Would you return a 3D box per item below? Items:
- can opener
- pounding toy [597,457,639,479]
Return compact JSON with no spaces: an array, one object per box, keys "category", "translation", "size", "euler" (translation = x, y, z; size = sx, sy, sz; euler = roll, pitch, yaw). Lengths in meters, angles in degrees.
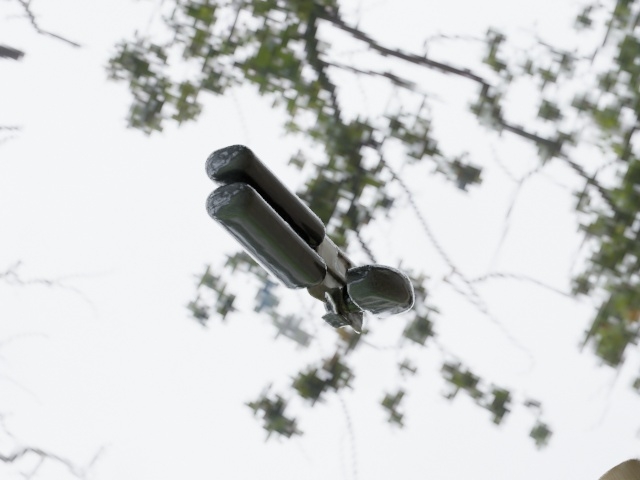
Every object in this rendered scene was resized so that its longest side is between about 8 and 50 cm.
[{"category":"can opener","translation":[0.000,0.000,1.333],"size":[0.283,0.095,0.076],"euler":[46,-144,-54]},{"category":"pounding toy","translation":[0.092,0.191,0.659],"size":[0.206,0.094,0.181],"euler":[-39,-37,-4]}]
